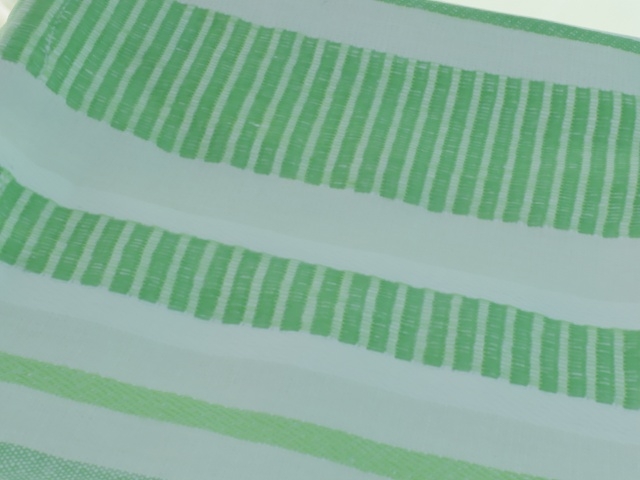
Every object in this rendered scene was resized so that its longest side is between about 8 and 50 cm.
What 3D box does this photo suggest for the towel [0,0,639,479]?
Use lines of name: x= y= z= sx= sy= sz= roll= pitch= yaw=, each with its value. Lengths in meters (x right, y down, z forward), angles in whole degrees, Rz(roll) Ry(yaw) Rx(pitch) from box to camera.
towel: x=0.000 y=0.000 z=0.465 sx=0.248 sy=0.038 sz=0.325 roll=12 pitch=-147 yaw=-1
